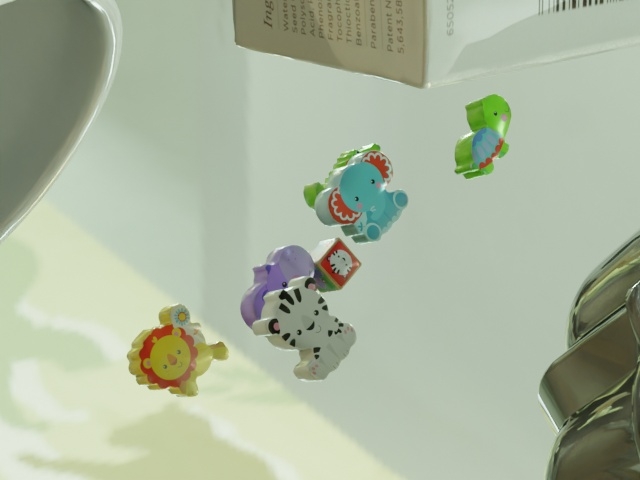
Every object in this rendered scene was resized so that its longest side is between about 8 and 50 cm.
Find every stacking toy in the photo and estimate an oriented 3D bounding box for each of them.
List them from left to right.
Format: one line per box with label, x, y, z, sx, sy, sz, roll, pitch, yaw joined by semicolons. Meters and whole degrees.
stacking toy;0.000;0.000;1.120;0.052;0.221;0.167;49;-28;-16

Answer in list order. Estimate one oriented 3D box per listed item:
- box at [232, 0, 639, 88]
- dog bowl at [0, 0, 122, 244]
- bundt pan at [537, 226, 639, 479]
box;0.067;-0.164;0.729;0.119;0.181;0.181;19;-64;50
dog bowl;-0.224;-0.054;0.919;0.104;0.265;0.265;44;-39;13
bundt pan;0.233;0.115;0.925;0.124;0.331;0.330;-33;-107;49
